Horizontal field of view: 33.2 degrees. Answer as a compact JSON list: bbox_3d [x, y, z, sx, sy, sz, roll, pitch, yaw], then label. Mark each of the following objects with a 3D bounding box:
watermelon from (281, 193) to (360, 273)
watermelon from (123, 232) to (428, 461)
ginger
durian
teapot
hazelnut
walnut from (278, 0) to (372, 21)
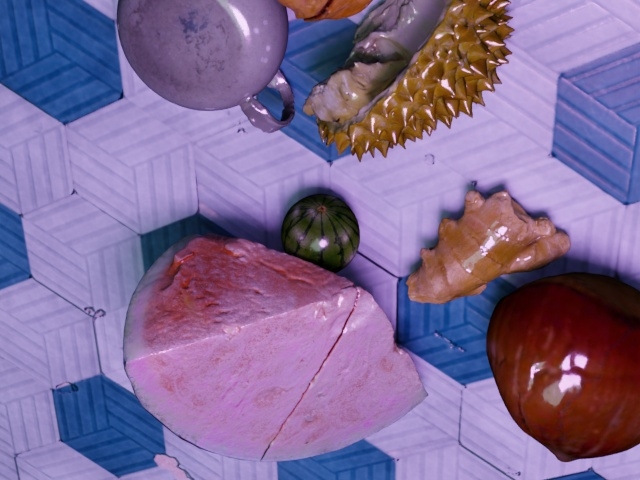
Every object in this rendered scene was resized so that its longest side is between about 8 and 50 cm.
[{"bbox_3d":[-0.001,-0.002,1.297,0.109,0.109,0.109,8,120,13],"label":"watermelon"},{"bbox_3d":[-0.071,0.114,1.327,0.319,0.222,0.292,-24,135,-6],"label":"watermelon"},{"bbox_3d":[0.182,0.010,1.258,0.205,0.081,0.115,-24,141,19],"label":"ginger"},{"bbox_3d":[0.086,-0.184,1.144,0.306,0.172,0.166,-44,75,39],"label":"durian"},{"bbox_3d":[-0.126,-0.242,1.187,0.193,0.129,0.294,-30,108,30],"label":"teapot"},{"bbox_3d":[0.301,0.145,1.220,0.229,0.229,0.229,8,120,13],"label":"hazelnut"},{"bbox_3d":[0.008,-0.310,1.102,0.144,0.144,0.180,16,113,8],"label":"walnut"}]
